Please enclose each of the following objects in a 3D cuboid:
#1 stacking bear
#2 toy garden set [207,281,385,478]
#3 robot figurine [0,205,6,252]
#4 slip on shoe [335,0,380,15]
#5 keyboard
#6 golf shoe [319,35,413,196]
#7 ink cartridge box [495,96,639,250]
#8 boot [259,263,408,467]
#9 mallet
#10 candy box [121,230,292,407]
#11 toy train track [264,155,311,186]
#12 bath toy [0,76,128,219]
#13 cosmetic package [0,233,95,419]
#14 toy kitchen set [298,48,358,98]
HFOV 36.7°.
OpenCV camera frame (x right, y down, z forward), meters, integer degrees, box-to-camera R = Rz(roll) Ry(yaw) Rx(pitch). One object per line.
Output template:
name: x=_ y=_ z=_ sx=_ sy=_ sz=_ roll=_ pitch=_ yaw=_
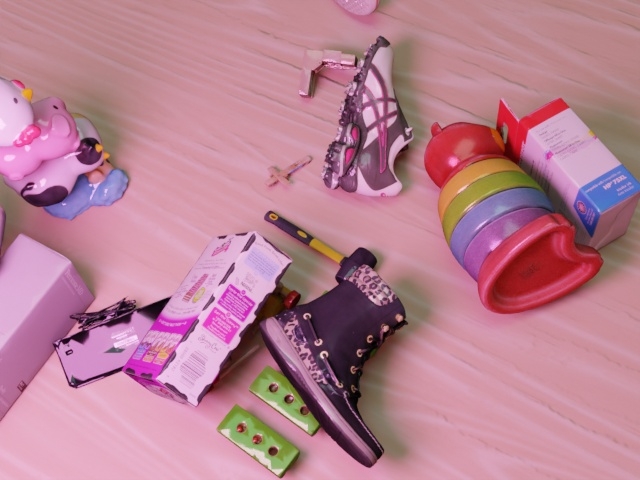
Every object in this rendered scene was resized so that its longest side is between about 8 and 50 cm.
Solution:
stacking bear: x=0.240 y=-0.054 z=1.362 sx=0.164 sy=0.175 sz=0.289 roll=-36 pitch=50 yaw=16
toy garden set: x=-0.059 y=0.171 z=1.324 sx=0.204 sy=0.049 sz=0.244 roll=33 pitch=70 yaw=18
robot figurine: x=-0.605 y=-0.018 z=1.264 sx=0.353 sy=0.300 sz=0.199 roll=-2 pitch=51 yaw=-4
slip on shoe: x=0.027 y=-0.515 z=1.655 sx=0.101 sy=0.123 sz=0.331 roll=-21 pitch=57 yaw=-11
keyboard: x=-0.281 y=0.132 z=1.378 sx=0.192 sy=0.038 sz=0.100 roll=-21 pitch=85 yaw=-8
golf shoe: x=0.086 y=-0.187 z=1.491 sx=0.120 sy=0.105 sz=0.273 roll=18 pitch=67 yaw=-6
ink cartridge box: x=0.349 y=-0.107 z=1.389 sx=0.078 sy=0.134 sz=0.231 roll=-29 pitch=64 yaw=-10
boot: x=0.052 y=0.154 z=1.251 sx=0.179 sy=0.085 sz=0.236 roll=-33 pitch=67 yaw=-16
mallet: x=0.000 y=0.000 z=1.420 sx=0.062 sy=0.039 sz=0.190 roll=-42 pitch=62 yaw=-17
candy box: x=-0.154 y=0.102 z=1.295 sx=0.071 sy=0.159 sz=0.233 roll=39 pitch=72 yaw=-21
toy train track: x=-0.050 y=-0.105 z=1.492 sx=0.083 sy=0.014 sz=0.048 roll=-34 pitch=57 yaw=-19
bath toy: x=-0.387 y=-0.132 z=1.346 sx=0.129 sy=0.348 sz=0.151 roll=20 pitch=80 yaw=14
cosmetic package: x=-0.433 y=0.124 z=1.335 sx=0.107 sy=0.127 sz=0.238 roll=29 pitch=69 yaw=19
toy kitchen set: x=0.015 y=-0.264 z=1.561 sx=0.083 sy=0.068 sz=0.075 roll=8 pitch=90 yaw=10
